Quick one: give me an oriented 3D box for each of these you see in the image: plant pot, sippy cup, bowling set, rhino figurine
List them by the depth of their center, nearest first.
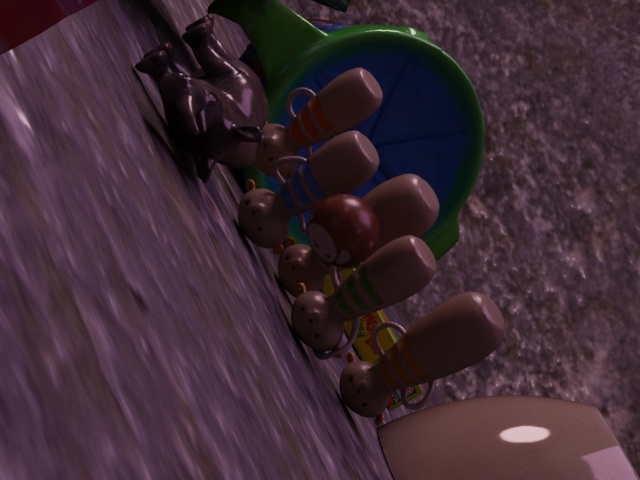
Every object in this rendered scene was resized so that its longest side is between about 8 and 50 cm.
[{"bbox_3d":[-0.080,-0.101,1.140,0.106,0.073,0.243,58,6,-11],"label":"rhino figurine"},{"bbox_3d":[0.000,0.000,1.228,0.200,0.154,0.287,5,55,-63],"label":"bowling set"},{"bbox_3d":[0.203,0.256,1.442,0.284,0.191,0.284,61,4,-7],"label":"plant pot"},{"bbox_3d":[0.012,-0.116,1.534,0.224,0.240,0.305,-134,-140,-63],"label":"sippy cup"}]

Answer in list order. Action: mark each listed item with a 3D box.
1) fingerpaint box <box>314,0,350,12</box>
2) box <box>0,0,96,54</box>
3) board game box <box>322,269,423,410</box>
[{"bbox_3d":[-0.025,-0.435,1.425,0.163,0.371,0.445,24,5,15],"label":"fingerpaint box"},{"bbox_3d":[-0.148,-0.232,0.550,0.300,0.154,0.142,59,4,-42],"label":"box"},{"bbox_3d":[0.049,0.089,1.714,0.181,0.043,0.092,61,4,-11],"label":"board game box"}]
